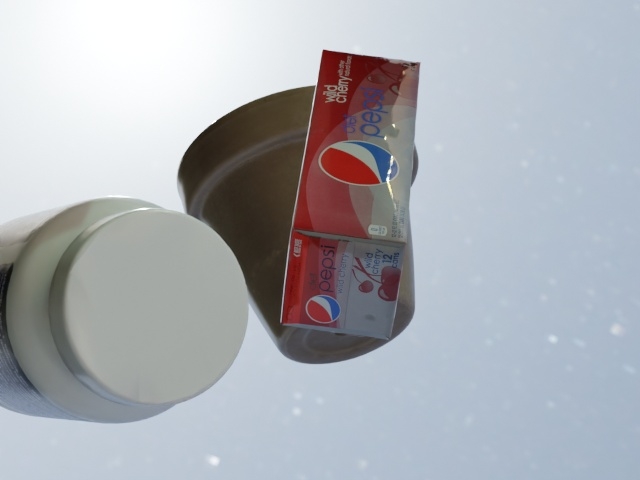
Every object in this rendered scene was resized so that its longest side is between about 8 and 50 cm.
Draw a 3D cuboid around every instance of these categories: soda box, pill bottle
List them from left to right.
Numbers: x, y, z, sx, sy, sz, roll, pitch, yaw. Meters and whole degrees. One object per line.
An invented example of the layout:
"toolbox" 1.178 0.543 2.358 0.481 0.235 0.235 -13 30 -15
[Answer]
"pill bottle" -0.156 0.049 1.221 0.264 0.153 0.153 -8 -121 65
"soda box" 0.026 -0.042 1.346 0.263 0.083 0.092 -82 179 -56

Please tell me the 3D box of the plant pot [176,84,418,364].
"plant pot" 0.000 0.000 1.881 0.263 0.263 0.229 -41 -126 36
